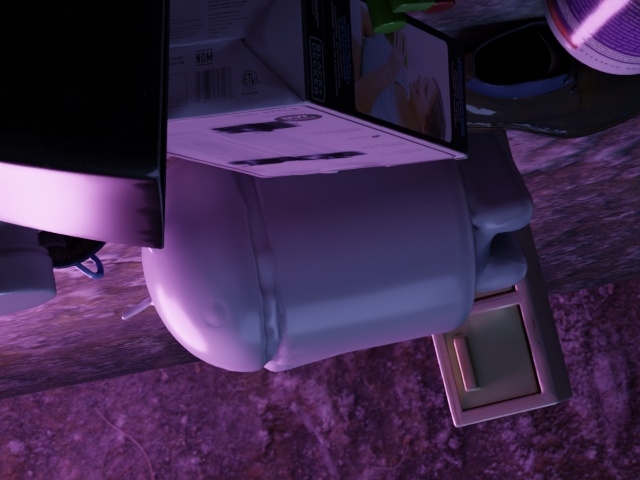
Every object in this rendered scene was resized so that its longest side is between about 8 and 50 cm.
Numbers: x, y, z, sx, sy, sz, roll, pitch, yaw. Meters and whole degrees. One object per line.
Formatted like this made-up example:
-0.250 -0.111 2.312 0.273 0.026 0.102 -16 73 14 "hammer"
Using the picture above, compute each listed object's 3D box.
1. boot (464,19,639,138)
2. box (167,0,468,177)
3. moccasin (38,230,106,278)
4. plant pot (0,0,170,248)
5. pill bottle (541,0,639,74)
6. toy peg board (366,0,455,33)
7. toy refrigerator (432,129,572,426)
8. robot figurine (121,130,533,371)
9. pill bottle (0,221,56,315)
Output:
0.193 -0.128 1.470 0.219 0.082 0.106 -8 172 -12 "boot"
-0.027 -0.104 1.226 0.169 0.087 0.290 -5 174 24 "box"
-0.216 -0.030 1.398 0.138 0.116 0.342 -10 170 -15 "moccasin"
-0.157 -0.102 0.911 0.167 0.188 0.187 0 170 -4 "plant pot"
0.212 -0.177 1.123 0.108 0.108 0.193 -10 171 -14 "pill bottle"
0.097 -0.179 1.057 0.161 0.079 0.161 -8 170 -23 "toy peg board"
0.148 0.030 1.740 0.102 0.269 0.094 -15 176 16 "toy refrigerator"
0.000 0.000 1.600 0.354 0.199 0.300 -10 133 -10 "robot figurine"
-0.215 -0.046 1.120 0.108 0.180 0.108 -12 170 -2 "pill bottle"
